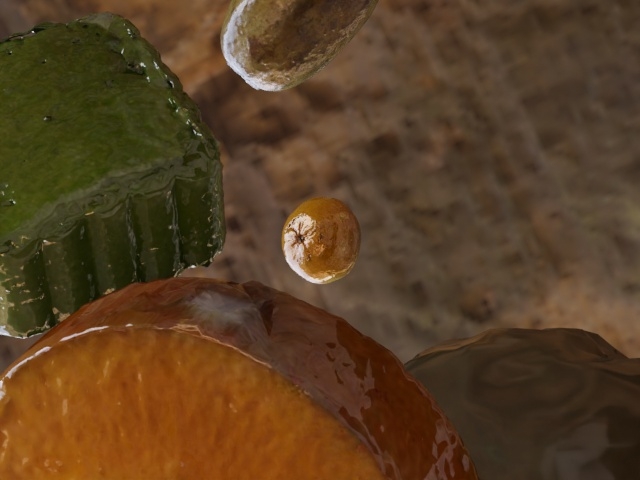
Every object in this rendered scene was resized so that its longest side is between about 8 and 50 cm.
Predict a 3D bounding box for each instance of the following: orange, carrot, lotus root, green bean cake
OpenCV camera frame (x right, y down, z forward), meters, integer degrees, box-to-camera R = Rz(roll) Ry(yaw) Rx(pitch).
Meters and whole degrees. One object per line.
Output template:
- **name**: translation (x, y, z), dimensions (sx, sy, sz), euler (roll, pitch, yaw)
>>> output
- **orange**: translation (0.000, 0.000, 1.858), dimensions (0.070, 0.083, 0.083), euler (-2, -109, -43)
- **carrot**: translation (-0.053, 0.149, 0.904), dimensions (0.100, 0.258, 0.307), euler (-72, -11, -58)
- **lotus root**: translation (-0.010, -0.286, 2.252), dimensions (0.145, 0.260, 0.128), euler (35, -164, -25)
- **green bean cake**: translation (-0.184, -0.052, 1.377), dimensions (0.214, 0.200, 0.113), euler (50, 156, 37)

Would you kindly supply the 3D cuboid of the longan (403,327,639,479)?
- **longan**: translation (0.128, 0.280, 1.310), dimensions (0.404, 0.404, 0.436), euler (-12, -63, -59)
